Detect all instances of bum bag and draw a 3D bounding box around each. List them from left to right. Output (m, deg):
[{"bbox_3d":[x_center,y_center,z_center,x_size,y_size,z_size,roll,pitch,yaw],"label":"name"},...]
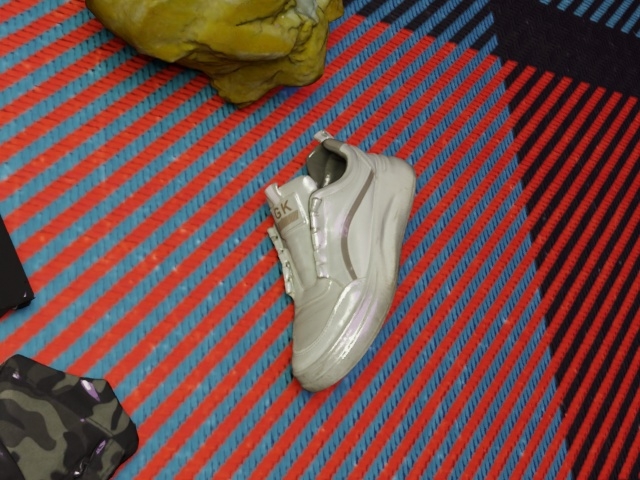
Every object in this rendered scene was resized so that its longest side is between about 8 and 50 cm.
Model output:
[{"bbox_3d":[-0.283,0.231,0.622,0.144,0.095,0.340,55,53,-22],"label":"bum bag"}]

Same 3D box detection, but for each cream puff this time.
[{"bbox_3d":[-0.117,-0.291,0.869,0.274,0.270,0.323,10,60,8],"label":"cream puff"}]

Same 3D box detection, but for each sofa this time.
[{"bbox_3d":[-0.328,0.007,0.710,0.085,0.060,0.147,-20,83,-53],"label":"sofa"}]

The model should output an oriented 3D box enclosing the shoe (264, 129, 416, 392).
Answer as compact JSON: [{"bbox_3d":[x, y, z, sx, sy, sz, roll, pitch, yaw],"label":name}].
[{"bbox_3d":[0.000,0.000,0.879,0.159,0.124,0.316,34,51,-18],"label":"shoe"}]
